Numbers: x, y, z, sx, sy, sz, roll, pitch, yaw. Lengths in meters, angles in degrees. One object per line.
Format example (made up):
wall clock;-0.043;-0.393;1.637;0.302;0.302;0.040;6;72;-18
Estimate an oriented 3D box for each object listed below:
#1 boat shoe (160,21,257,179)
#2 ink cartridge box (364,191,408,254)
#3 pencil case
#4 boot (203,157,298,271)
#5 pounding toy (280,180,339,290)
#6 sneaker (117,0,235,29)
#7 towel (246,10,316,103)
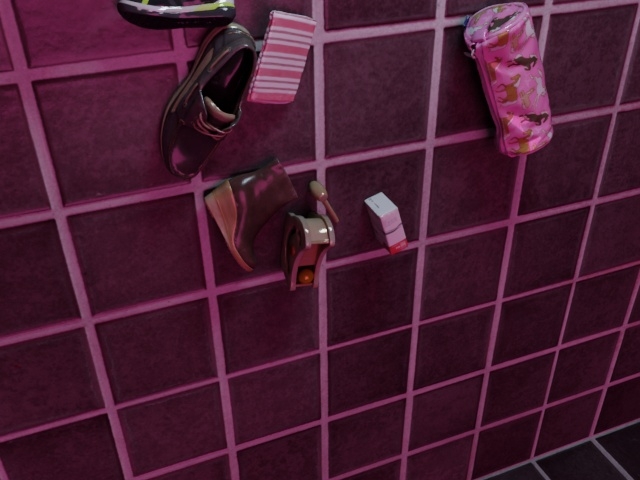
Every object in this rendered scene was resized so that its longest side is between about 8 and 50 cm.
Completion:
boat shoe;-0.238;-0.280;1.387;0.132;0.130;0.355;12;114;-31
ink cartridge box;0.175;-0.046;1.748;0.056;0.099;0.135;-27;128;-7
pencil case;0.471;-0.388;1.636;0.167;0.160;0.386;-14;132;20
boot;-0.144;-0.056;1.598;0.207;0.090;0.248;-27;124;-5
pounding toy;0.000;0.000;1.661;0.155;0.154;0.269;-4;122;-23
sneaker;-0.279;-0.474;1.297;0.235;0.084;0.097;-5;90;-19
towel;-0.086;-0.390;1.419;0.144;0.029;0.197;-13;128;-54
